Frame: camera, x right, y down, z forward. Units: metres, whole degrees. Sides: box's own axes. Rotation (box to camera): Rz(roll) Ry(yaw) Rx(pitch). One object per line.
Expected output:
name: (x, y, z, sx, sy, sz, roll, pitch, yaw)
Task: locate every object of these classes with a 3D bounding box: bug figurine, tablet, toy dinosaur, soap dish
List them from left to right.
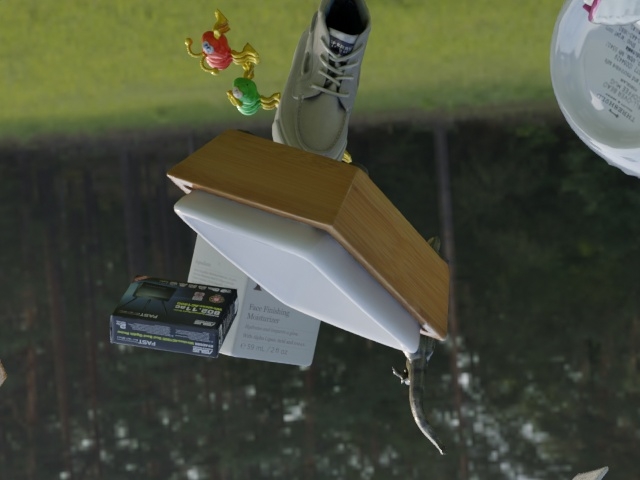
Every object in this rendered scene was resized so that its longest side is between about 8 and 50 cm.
bug figurine: (-0.069, -0.174, 1.792, 0.072, 0.279, 0.216, -41, 166, -4)
soap dish: (0.000, 0.000, 1.449, 0.229, 0.118, 0.291, 19, 164, 36)
toy dinosaur: (0.116, 0.132, 1.661, 0.064, 0.268, 0.118, -1, 174, -19)
tablet: (0.221, 0.220, 1.153, 0.054, 0.006, 0.083, -47, 175, -15)

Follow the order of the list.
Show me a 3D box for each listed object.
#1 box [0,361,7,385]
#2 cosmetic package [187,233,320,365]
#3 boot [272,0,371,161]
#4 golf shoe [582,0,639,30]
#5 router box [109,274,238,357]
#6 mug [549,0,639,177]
box: (-0.515, 0.128, 1.492, 0.168, 0.215, 0.345, 22, 151, 16)
cosmetic package: (-0.095, 0.075, 1.943, 0.151, 0.183, 0.151, 11, -179, -39)
boot: (0.005, -0.202, 1.601, 0.095, 0.258, 0.123, 13, 138, -11)
golf shoe: (0.273, -0.214, 0.824, 0.140, 0.115, 0.306, 27, 161, 2)
router box: (-0.160, 0.082, 1.455, 0.122, 0.038, 0.092, 7, -151, 8)
mug: (0.357, -0.213, 1.269, 0.328, 0.374, 0.276, -11, 145, -41)
